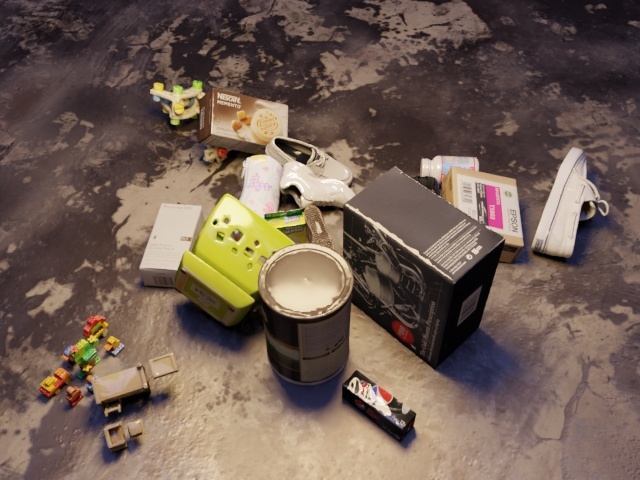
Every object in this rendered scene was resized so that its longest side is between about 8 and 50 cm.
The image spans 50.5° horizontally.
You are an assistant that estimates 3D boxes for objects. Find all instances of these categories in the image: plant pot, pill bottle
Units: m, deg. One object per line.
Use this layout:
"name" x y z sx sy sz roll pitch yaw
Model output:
"plant pot" -0.215 0.063 1.618 0.228 0.227 0.207 38 62 -2
"pill bottle" 0.372 -0.201 1.964 0.160 0.087 0.087 2 49 3

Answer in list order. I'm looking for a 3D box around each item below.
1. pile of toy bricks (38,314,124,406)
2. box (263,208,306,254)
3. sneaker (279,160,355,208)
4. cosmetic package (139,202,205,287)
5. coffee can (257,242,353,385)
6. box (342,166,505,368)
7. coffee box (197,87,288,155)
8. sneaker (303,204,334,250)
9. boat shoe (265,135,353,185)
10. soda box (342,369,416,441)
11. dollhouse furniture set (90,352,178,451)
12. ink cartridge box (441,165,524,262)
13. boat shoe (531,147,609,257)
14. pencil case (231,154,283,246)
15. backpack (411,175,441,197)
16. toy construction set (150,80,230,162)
"pile of toy bricks" -0.545 0.266 1.553 0.118 0.105 0.212 25 54 20
"box" -0.089 -0.009 1.740 0.105 0.179 0.043 -8 49 -6
"sneaker" -0.012 -0.124 1.891 0.232 0.090 0.115 22 60 -1
"cosmetic package" -0.386 0.011 1.789 0.117 0.086 0.231 3 50 3
"coffee can" -0.030 0.170 1.519 0.201 0.275 0.202 0 49 0
"box" 0.218 0.066 1.566 0.179 0.343 0.312 -36 57 -26
"coffee box" -0.224 -0.341 1.981 0.246 0.098 0.141 8 77 -32
"sneaker" 0.000 0.000 1.812 0.066 0.071 0.189 -12 72 1
"boat shoe" -0.025 -0.228 1.941 0.267 0.088 0.096 25 66 -7
"soda box" 0.127 0.362 1.494 0.169 0.060 0.053 32 56 25
"dollhouse furniture set" -0.392 0.360 1.504 0.181 0.101 0.161 -16 75 -14
"ink cartridge box" 0.430 -0.072 1.816 0.193 0.088 0.235 10 53 -7
"boat shoe" 0.700 -0.099 1.843 0.156 0.136 0.367 20 55 17
"pencil case" -0.172 -0.111 1.864 0.113 0.124 0.273 -23 43 29
"backpack" 0.280 -0.117 1.883 0.097 0.101 0.120 2 45 0
"toy construction set" -0.354 -0.382 2.085 0.215 0.151 0.328 -16 54 -44
